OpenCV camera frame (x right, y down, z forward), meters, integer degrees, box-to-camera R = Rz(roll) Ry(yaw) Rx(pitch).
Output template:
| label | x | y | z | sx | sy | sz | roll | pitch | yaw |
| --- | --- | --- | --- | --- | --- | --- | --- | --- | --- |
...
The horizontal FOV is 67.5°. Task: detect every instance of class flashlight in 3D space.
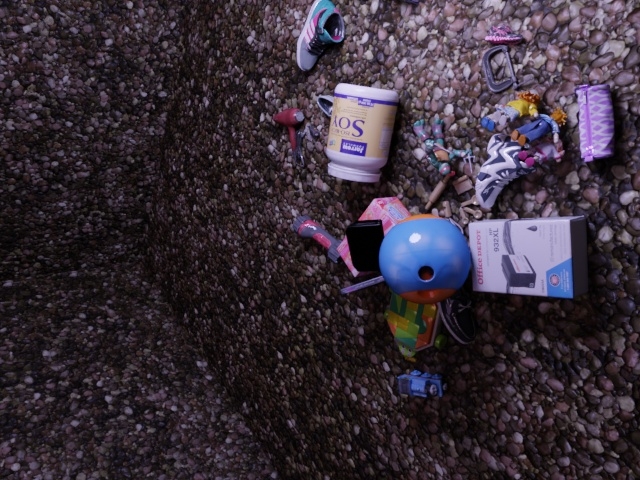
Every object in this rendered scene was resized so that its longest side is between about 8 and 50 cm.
| label | x | y | z | sx | sy | sz | roll | pitch | yaw |
| --- | --- | --- | --- | --- | --- | --- | --- | --- | --- |
| flashlight | 0.000 | 0.000 | 2.131 | 0.304 | 0.103 | 0.103 | 41 | 123 | 36 |

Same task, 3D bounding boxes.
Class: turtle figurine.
| label | x | y | z | sx | sy | sz | roll | pitch | yaw |
| --- | --- | --- | --- | --- | --- | --- | --- | --- | --- |
| turtle figurine | 0.402 | -0.301 | 1.604 | 0.118 | 0.175 | 0.234 | -49 | 50 | 43 |

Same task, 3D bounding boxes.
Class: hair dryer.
| label | x | y | z | sx | sy | sz | roll | pitch | yaw |
| --- | --- | --- | --- | --- | --- | --- | --- | --- | --- |
| hair dryer | -0.135 | -0.500 | 2.213 | 0.293 | 0.080 | 0.224 | 55 | 132 | 27 |

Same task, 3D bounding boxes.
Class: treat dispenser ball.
| label | x | y | z | sx | sy | sz | roll | pitch | yaw |
| --- | --- | --- | --- | --- | --- | --- | --- | --- | --- |
| treat dispenser ball | 0.332 | 0.059 | 1.536 | 0.288 | 0.288 | 0.288 | 10 | 104 | 46 |

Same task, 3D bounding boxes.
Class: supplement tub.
| label | x | y | z | sx | sy | sz | roll | pitch | yaw |
| --- | --- | --- | --- | --- | --- | --- | --- | --- | --- |
| supplement tub | 0.150 | -0.404 | 1.799 | 0.241 | 0.241 | 0.331 | 25 | 114 | 42 |

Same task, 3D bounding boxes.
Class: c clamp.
| label | x | y | z | sx | sy | sz | roll | pitch | yaw |
| --- | --- | --- | --- | --- | --- | --- | --- | --- | --- |
| c clamp | 0.571 | -0.535 | 1.487 | 0.137 | 0.022 | 0.161 | -27 | 78 | 51 |

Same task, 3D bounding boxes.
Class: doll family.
| label | x | y | z | sx | sy | sz | roll | pitch | yaw |
| --- | --- | --- | --- | --- | --- | --- | --- | --- | --- |
| doll family | 0.610 | -0.342 | 1.380 | 0.263 | 0.163 | 0.118 | 55 | 162 | 26 |

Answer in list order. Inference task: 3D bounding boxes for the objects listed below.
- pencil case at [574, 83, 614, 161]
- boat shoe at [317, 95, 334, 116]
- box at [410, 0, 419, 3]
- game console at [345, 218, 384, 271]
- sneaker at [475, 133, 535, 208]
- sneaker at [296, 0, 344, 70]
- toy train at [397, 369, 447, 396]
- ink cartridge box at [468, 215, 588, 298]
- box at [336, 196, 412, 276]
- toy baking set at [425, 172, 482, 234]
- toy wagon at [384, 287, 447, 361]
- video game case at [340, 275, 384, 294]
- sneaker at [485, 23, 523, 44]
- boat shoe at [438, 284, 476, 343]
| label | x | y | z | sx | sy | sz | roll | pitch | yaw |
| --- | --- | --- | --- | --- | --- | --- | --- | --- | --- |
| pencil case | 0.738 | -0.318 | 1.288 | 0.086 | 0.088 | 0.206 | -5 | 93 | 50 |
| boat shoe | 0.064 | -0.530 | 1.989 | 0.227 | 0.081 | 0.079 | 48 | 128 | 31 |
| box | 0.268 | -0.891 | 1.676 | 0.137 | 0.126 | 0.072 | 38 | 121 | 36 |
| game console | 0.278 | 0.014 | 1.715 | 0.361 | 0.044 | 0.213 | -4 | 126 | 14 |
| sneaker | 0.578 | -0.201 | 1.475 | 0.153 | 0.094 | 0.235 | 29 | 107 | 51 |
| sneaker | 0.008 | -0.828 | 1.980 | 0.178 | 0.123 | 0.296 | 49 | 128 | 43 |
| toy train | 0.382 | 0.544 | 1.803 | 0.184 | 0.105 | 0.080 | -5 | 93 | 48 |
| ink cartridge box | 0.619 | 0.046 | 1.446 | 0.307 | 0.129 | 0.223 | 0 | 96 | 48 |
| box | 0.215 | -0.012 | 1.865 | 0.154 | 0.142 | 0.300 | 57 | 132 | 25 |
| toy baking set | 0.454 | -0.106 | 1.674 | 0.197 | 0.030 | 0.256 | 54 | 131 | 27 |
| toy wagon | 0.357 | 0.313 | 1.820 | 0.267 | 0.068 | 0.345 | 25 | 114 | 43 |
| video game case | 0.235 | 0.150 | 1.830 | 0.274 | 0.196 | 0.026 | -24 | 79 | 47 |
| sneaker | 0.564 | -0.632 | 1.463 | 0.119 | 0.047 | 0.057 | 26 | 103 | 41 |
| boat shoe | 0.464 | 0.204 | 1.653 | 0.091 | 0.114 | 0.303 | -43 | 66 | 48 |
